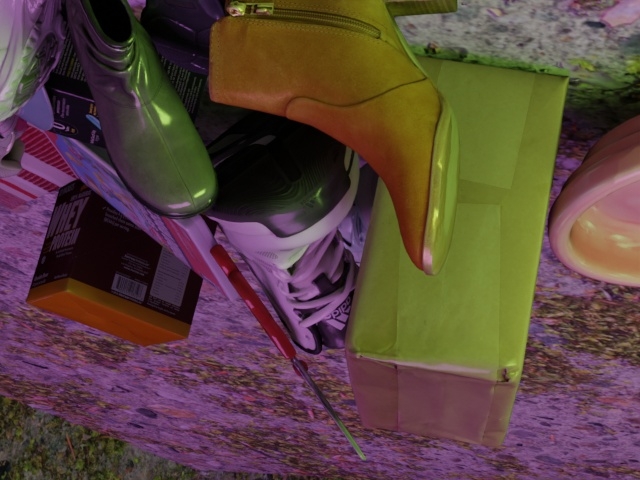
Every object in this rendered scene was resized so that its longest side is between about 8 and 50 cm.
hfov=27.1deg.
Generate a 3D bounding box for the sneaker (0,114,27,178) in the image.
[{"bbox_3d":[-0.396,-0.159,1.525,0.111,0.103,0.252,2,148,-1],"label":"sneaker"}]

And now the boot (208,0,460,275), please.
[{"bbox_3d":[0.009,-0.115,1.126,0.211,0.295,0.104,-1,171,12],"label":"boot"}]

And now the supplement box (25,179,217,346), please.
[{"bbox_3d":[-0.267,0.019,1.811,0.191,0.194,0.129,24,158,-30],"label":"supplement box"}]

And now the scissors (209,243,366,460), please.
[{"bbox_3d":[-0.033,0.124,1.488,0.297,0.021,0.109,55,174,-29],"label":"scissors"}]

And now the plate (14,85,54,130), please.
[{"bbox_3d":[-0.337,-0.190,1.369,0.188,0.024,0.188,44,158,24],"label":"plate"}]

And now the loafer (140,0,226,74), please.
[{"bbox_3d":[-0.113,-0.235,1.194,0.096,0.084,0.267,16,164,7],"label":"loafer"}]

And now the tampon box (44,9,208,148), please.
[{"bbox_3d":[-0.208,-0.161,1.414,0.161,0.102,0.120,17,160,-8],"label":"tampon box"}]

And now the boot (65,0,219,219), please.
[{"bbox_3d":[-0.170,-0.143,1.159,0.083,0.247,0.161,-26,167,-9],"label":"boot"}]

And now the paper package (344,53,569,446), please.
[{"bbox_3d":[0.138,0.021,1.360,0.168,0.325,0.309,9,159,8],"label":"paper package"}]

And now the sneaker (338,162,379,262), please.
[{"bbox_3d":[0.043,-0.024,1.651,0.151,0.094,0.256,8,159,21],"label":"sneaker"}]

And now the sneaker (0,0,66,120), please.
[{"bbox_3d":[-0.297,-0.221,1.237,0.115,0.232,0.090,27,-154,8],"label":"sneaker"}]

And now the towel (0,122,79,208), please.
[{"bbox_3d":[-0.432,-0.134,1.742,0.237,0.037,0.329,28,154,-31],"label":"towel"}]

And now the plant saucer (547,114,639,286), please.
[{"bbox_3d":[0.384,-0.050,1.286,0.332,0.084,0.332,-2,157,-1],"label":"plant saucer"}]

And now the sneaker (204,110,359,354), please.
[{"bbox_3d":[0.001,-0.001,1.372,0.257,0.169,0.447,53,174,-13],"label":"sneaker"}]

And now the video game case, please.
[{"bbox_3d":[-0.218,-0.053,1.551,0.285,0.025,0.204,37,167,24],"label":"video game case"}]
